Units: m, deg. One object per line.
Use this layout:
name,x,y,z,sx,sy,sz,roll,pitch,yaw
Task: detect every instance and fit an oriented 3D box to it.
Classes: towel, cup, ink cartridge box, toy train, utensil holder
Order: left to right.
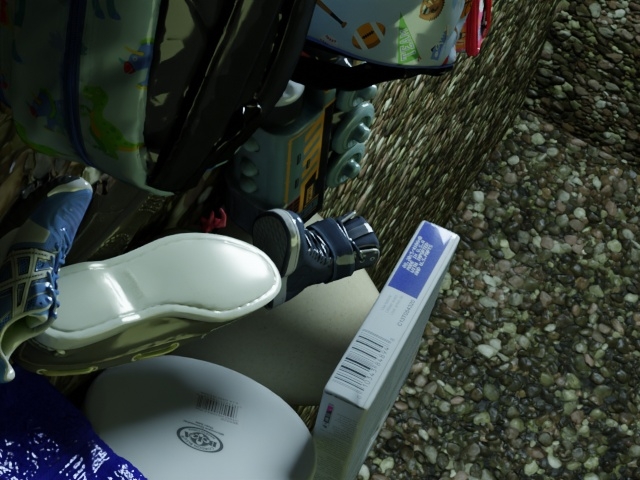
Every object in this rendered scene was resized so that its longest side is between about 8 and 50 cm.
towel,-0.246,0.266,1.219,0.076,0.308,0.227,-44,-179,38
utensil holder,-0.207,0.390,1.649,0.327,0.328,0.385,-39,153,-62
cup,-0.046,0.111,1.876,0.331,0.237,0.331,-57,169,-18
toy train,-0.032,-0.136,1.617,0.190,0.142,0.334,-44,162,-25
ink cartridge box,0.073,0.187,1.772,0.324,0.071,0.330,-58,169,-38

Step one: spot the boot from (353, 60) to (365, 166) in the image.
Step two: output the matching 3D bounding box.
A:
boot,0.063,-0.238,1.878,0.269,0.089,0.236,-64,170,8

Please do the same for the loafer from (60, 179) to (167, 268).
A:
loafer,-0.215,-0.020,1.305,0.148,0.050,0.056,-45,161,3

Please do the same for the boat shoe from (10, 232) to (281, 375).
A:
boat shoe,-0.179,0.068,1.325,0.305,0.109,0.091,-11,150,-39

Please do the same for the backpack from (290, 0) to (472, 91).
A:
backpack,0.021,-0.258,1.203,0.276,0.263,0.213,-36,153,-62

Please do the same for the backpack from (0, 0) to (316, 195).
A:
backpack,-0.107,-0.211,0.892,0.290,0.273,0.355,-45,139,-60

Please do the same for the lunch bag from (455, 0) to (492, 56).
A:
lunch bag,0.189,-0.398,1.781,0.293,0.120,0.258,80,22,-64

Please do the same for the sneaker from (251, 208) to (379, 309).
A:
sneaker,-0.001,-0.001,1.620,0.163,0.086,0.226,-22,163,-15

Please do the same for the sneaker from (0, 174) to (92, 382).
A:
sneaker,-0.262,0.036,1.151,0.211,0.081,0.080,-59,167,-17

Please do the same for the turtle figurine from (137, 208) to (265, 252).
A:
turtle figurine,-0.175,0.047,1.492,0.175,0.118,0.234,-18,-164,37
